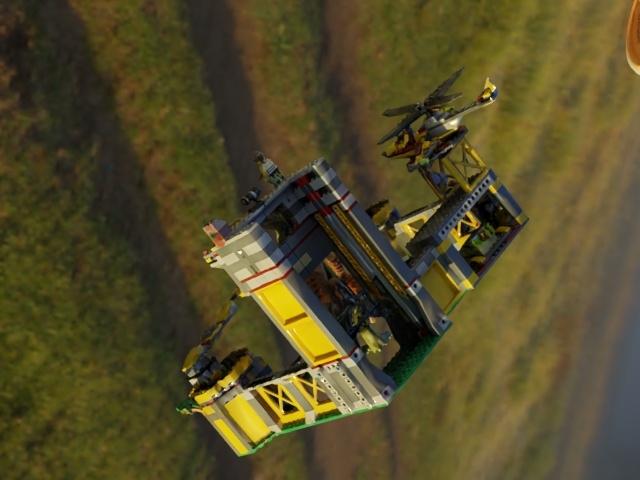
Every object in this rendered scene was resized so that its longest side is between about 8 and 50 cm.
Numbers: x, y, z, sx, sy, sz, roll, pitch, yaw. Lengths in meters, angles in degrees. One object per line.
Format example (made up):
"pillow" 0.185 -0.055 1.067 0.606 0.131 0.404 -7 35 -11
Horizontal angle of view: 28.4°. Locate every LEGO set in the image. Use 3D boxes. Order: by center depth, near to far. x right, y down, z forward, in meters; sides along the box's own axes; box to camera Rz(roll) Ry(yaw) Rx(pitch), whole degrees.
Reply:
"LEGO set" 0.000 0.000 1.022 0.331 0.192 0.255 -44 -168 -28

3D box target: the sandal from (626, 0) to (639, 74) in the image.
"sandal" 0.261 -0.248 0.889 0.102 0.076 0.265 -114 -137 -63
